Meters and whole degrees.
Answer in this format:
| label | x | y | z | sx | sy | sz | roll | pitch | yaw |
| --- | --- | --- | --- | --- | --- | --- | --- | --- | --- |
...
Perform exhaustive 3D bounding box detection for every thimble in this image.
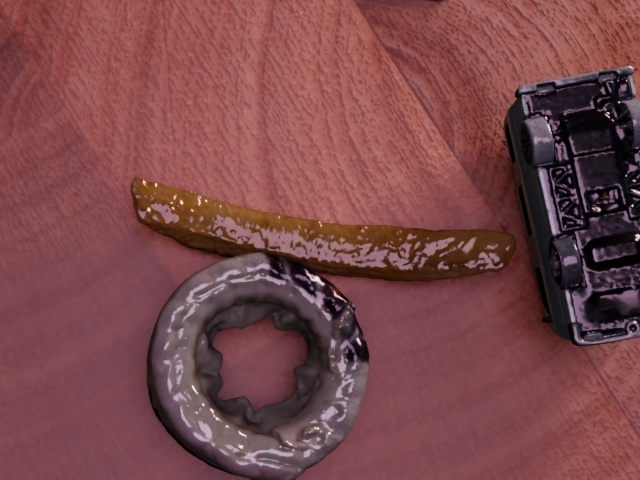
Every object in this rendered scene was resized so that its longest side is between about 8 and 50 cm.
| label | x | y | z | sx | sy | sz | roll | pitch | yaw |
| --- | --- | --- | --- | --- | --- | --- | --- | --- | --- |
| thimble | -0.063 | 0.134 | 1.467 | 0.237 | 0.150 | 0.237 | 1 | 83 | -6 |

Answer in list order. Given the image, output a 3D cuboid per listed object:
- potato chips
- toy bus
| label | x | y | z | sx | sy | sz | roll | pitch | yaw |
| --- | --- | --- | --- | --- | --- | --- | --- | --- | --- |
| potato chips | 0.000 | 0.000 | 1.531 | 0.406 | 0.080 | 0.057 | 8 | 65 | -3 |
| toy bus | 0.279 | -0.027 | 1.518 | 0.133 | 0.165 | 0.271 | -11 | 84 | -7 |
